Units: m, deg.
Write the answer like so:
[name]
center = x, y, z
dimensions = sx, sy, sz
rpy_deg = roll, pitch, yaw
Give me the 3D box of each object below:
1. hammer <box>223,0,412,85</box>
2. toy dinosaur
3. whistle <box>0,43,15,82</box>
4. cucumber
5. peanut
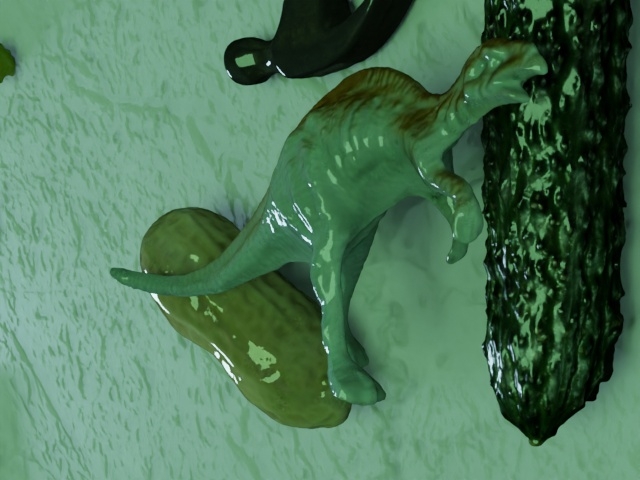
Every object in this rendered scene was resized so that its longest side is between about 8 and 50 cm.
[hammer]
center = -0.034, -0.333, 0.831
dimensions = 0.168, 0.044, 0.440
rpy_deg = -6, 97, 40
[toy dinosaur]
center = 0.000, 0.000, 0.780
dimensions = 0.393, 0.092, 0.206
rpy_deg = -8, 85, 50
[whistle]
center = -0.371, -0.163, 1.111
dimensions = 0.198, 0.057, 0.104
rpy_deg = 10, 146, 26
[cucumber]
center = 0.143, -0.048, 0.731
dimensions = 0.096, 0.096, 0.360
rpy_deg = 7, 107, 37
[peanut]
center = -0.055, 0.061, 0.909
dimensions = 0.214, 0.090, 0.099
rpy_deg = 43, 133, 24
